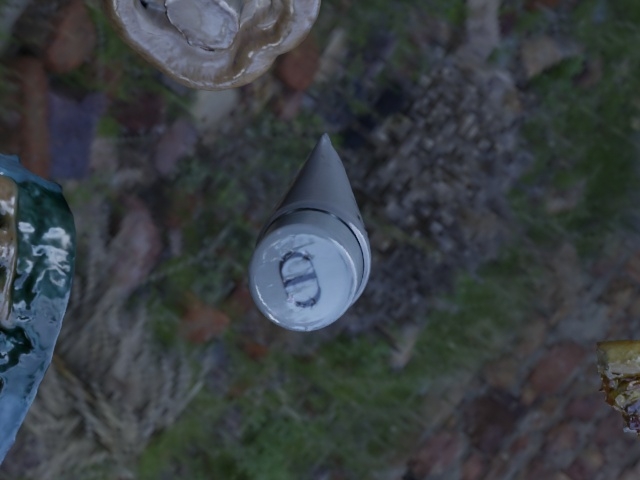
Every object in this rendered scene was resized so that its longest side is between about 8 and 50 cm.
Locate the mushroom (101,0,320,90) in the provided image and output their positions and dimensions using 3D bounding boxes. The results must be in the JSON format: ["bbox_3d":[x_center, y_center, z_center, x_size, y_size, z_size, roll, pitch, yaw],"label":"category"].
[{"bbox_3d":[-0.129,-0.292,1.794,0.278,0.278,0.146,106,-6,-48],"label":"mushroom"}]

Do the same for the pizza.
[{"bbox_3d":[0.368,0.182,1.510,0.127,0.246,0.058,-33,-164,15],"label":"pizza"}]

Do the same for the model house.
[{"bbox_3d":[-0.412,0.032,1.257,0.329,0.251,0.295,23,97,-40],"label":"model house"}]

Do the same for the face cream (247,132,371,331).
[{"bbox_3d":[0.000,0.000,1.234,0.089,0.143,0.314,-13,-171,7],"label":"face cream"}]
